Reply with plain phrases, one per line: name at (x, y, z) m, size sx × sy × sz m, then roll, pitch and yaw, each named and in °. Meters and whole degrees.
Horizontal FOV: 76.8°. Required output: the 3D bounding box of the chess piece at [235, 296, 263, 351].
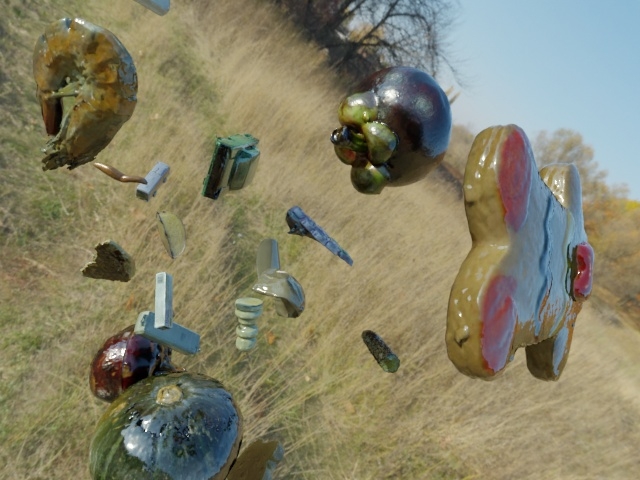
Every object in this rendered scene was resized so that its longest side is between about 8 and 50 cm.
chess piece at (-0.335, 0.398, 1.869) m, size 0.133 × 0.243 × 0.133 m, roll 5°, pitch 8°, yaw -1°

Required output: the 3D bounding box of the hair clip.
hair clip at (-0.001, 0.001, 0.870) m, size 0.195 × 0.052 × 0.124 m, roll 36°, pitch 14°, yaw -33°

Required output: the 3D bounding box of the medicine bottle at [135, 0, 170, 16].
medicine bottle at (-0.288, -0.473, 0.479) m, size 0.235 × 0.235 × 0.406 m, roll 17°, pitch 56°, yaw -48°

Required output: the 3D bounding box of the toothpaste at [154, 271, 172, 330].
toothpaste at (-0.455, 0.174, 1.174) m, size 0.046 × 0.034 × 0.164 m, roll 59°, pitch 20°, yaw -66°

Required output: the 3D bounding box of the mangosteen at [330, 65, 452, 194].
mangosteen at (0.191, -0.284, 1.065) m, size 0.330 × 0.330 × 0.330 m, roll 36°, pitch 23°, yaw -18°

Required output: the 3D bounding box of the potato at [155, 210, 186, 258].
potato at (-0.506, -0.021, 1.407) m, size 0.089 × 0.100 × 0.172 m, roll -19°, pitch 85°, yaw -32°

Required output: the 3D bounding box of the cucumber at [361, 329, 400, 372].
cucumber at (0.221, 0.410, 1.533) m, size 0.081 × 0.072 × 0.303 m, roll 50°, pitch -2°, yaw -10°

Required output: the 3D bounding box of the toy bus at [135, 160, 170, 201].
toy bus at (-0.675, -0.241, 1.630) m, size 0.064 × 0.075 × 0.191 m, roll 24°, pitch 51°, yaw -7°

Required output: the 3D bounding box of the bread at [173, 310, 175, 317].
bread at (-0.605, 0.273, 1.590) m, size 0.083 × 0.047 × 0.036 m, roll 60°, pitch 16°, yaw 25°

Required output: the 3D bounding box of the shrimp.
shrimp at (-0.255, -0.139, 0.422) m, size 0.101 × 0.190 × 0.042 m, roll 36°, pitch 32°, yaw -17°

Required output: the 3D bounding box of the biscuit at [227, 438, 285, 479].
biscuit at (-0.246, 0.877, 1.527) m, size 0.057 × 0.287 × 0.344 m, roll 47°, pitch -8°, yaw -10°

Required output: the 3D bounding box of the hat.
hat at (-0.083, 0.085, 0.971) m, size 0.166 × 0.144 × 0.173 m, roll 64°, pitch 38°, yaw -59°

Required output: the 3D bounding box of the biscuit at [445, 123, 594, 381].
biscuit at (0.324, 0.022, 0.597) m, size 0.394 × 0.368 × 0.076 m, roll 19°, pitch -12°, yaw -42°

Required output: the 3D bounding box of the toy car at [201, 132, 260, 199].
toy car at (-0.219, -0.195, 1.047) m, size 0.097 × 0.141 × 0.321 m, roll 21°, pitch 18°, yaw -3°

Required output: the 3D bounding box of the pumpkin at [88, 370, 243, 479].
pumpkin at (-0.459, 0.602, 1.243) m, size 0.454 × 0.344 × 0.454 m, roll 13°, pitch 15°, yaw -3°

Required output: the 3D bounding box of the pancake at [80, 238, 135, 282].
pancake at (-0.908, 0.094, 1.697) m, size 0.266 × 0.244 × 0.057 m, roll 71°, pitch 11°, yaw -47°

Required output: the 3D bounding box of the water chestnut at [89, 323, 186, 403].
water chestnut at (-0.679, 0.476, 1.550) m, size 0.346 × 0.335 × 0.335 m, roll 0°, pitch 26°, yaw 3°

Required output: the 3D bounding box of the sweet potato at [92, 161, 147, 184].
sweet potato at (-0.671, -0.218, 1.347) m, size 0.179 × 0.044 × 0.044 m, roll 22°, pitch 27°, yaw -13°

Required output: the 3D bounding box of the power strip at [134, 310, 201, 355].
power strip at (-0.505, 0.311, 1.343) m, size 0.272 × 0.052 × 0.078 m, roll 47°, pitch 37°, yaw -47°
